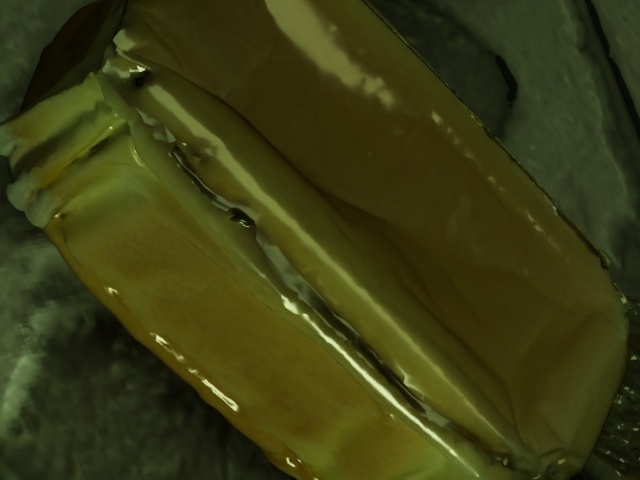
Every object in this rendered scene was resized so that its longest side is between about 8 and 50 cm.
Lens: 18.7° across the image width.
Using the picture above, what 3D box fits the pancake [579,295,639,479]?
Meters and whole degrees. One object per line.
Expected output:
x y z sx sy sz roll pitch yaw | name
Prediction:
0.156 0.075 0.818 0.151 0.025 0.152 14 33 -9 | pancake

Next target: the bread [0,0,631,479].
0.000 0.000 0.716 0.241 0.107 0.136 45 47 -13 | bread
